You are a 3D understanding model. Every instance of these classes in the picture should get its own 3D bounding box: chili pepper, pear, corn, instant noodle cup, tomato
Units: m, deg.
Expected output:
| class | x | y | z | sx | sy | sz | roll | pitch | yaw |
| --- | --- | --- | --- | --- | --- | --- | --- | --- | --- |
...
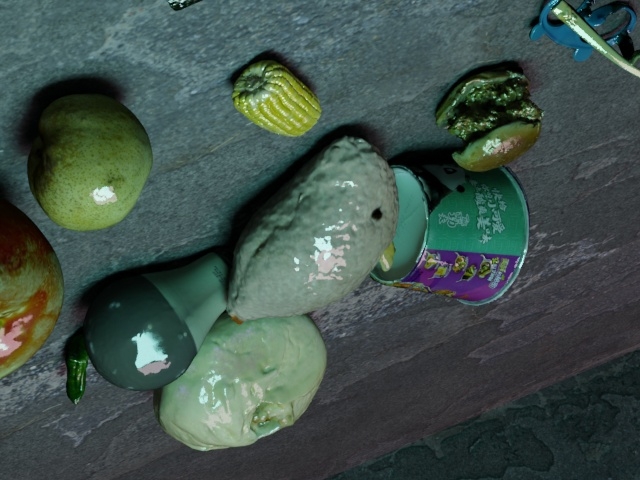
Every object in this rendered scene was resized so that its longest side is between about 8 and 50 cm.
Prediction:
| class | x | y | z | sx | sy | sz | roll | pitch | yaw |
| --- | --- | --- | --- | --- | --- | --- | --- | --- | --- |
| chili pepper | -0.396 | 0.198 | 2.111 | 0.050 | 0.073 | 0.182 | -35 | 165 | -47 |
| pear | -0.279 | -0.091 | 1.506 | 0.136 | 0.167 | 0.167 | 7 | 144 | -26 |
| corn | -0.054 | -0.183 | 1.657 | 0.085 | 0.063 | 0.165 | -55 | 154 | 6 |
| instant noodle cup | 0.187 | -0.021 | 2.048 | 0.190 | 0.251 | 0.251 | 4 | 144 | -34 |
| tomato | -0.460 | 0.053 | 1.547 | 0.270 | 0.222 | 0.270 | -36 | 152 | -23 |

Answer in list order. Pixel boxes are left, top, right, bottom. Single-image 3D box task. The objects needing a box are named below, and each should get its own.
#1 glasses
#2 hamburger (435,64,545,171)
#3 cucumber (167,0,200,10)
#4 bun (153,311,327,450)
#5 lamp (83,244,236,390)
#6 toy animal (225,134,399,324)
| class | x | y | z | sx | sy | sz | roll | pitch | yaw |
| --- | --- | --- | --- | --- | --- | --- | --- | --- | --- |
| glasses | 0.437 | -0.295 | 1.815 | 0.239 | 0.207 | 0.102 | 8 | 104 | -56 |
| hamburger | 0.270 | -0.176 | 1.915 | 0.184 | 0.131 | 0.159 | -17 | 160 | -29 |
| cucumber | -0.088 | -0.305 | 1.364 | 0.187 | 0.058 | 0.058 | -23 | 157 | -8 |
| bun | -0.151 | 0.274 | 2.349 | 0.361 | 0.213 | 0.361 | -22 | 155 | -11 |
| lamp | -0.220 | 0.125 | 1.995 | 0.313 | 0.182 | 0.182 | -18 | 156 | -19 |
| toy animal | -0.005 | 0.005 | 1.940 | 0.358 | 0.188 | 0.226 | -43 | 149 | 19 |
